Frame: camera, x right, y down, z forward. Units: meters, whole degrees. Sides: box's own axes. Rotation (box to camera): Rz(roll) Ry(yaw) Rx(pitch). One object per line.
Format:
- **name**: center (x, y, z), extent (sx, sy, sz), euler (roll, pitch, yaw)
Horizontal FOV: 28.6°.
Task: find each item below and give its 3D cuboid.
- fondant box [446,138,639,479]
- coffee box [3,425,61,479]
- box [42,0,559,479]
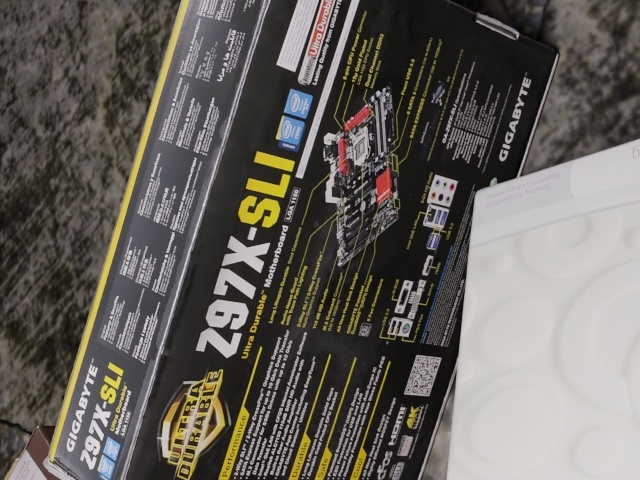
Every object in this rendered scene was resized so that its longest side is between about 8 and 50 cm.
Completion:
- **fondant box**: center (0.182, 0.089, 0.558), extent (0.238, 0.096, 0.330), euler (-18, 43, 30)
- **coffee box**: center (-0.119, 0.249, 0.893), extent (0.246, 0.141, 0.098), euler (46, 113, 38)
- **box**: center (0.000, 0.000, 0.751), extent (0.079, 0.257, 0.322), euler (22, 98, 45)
